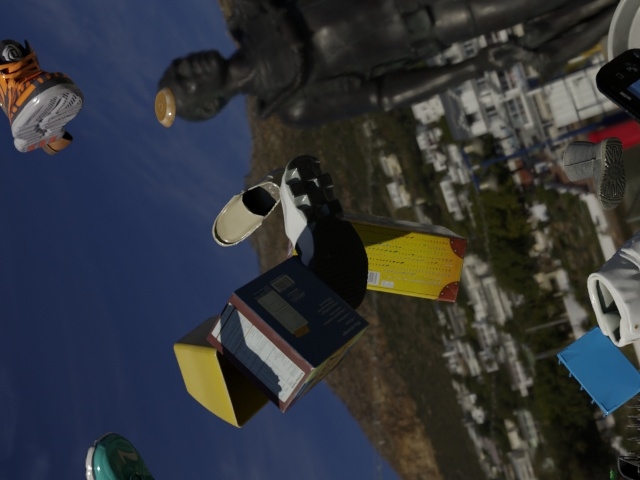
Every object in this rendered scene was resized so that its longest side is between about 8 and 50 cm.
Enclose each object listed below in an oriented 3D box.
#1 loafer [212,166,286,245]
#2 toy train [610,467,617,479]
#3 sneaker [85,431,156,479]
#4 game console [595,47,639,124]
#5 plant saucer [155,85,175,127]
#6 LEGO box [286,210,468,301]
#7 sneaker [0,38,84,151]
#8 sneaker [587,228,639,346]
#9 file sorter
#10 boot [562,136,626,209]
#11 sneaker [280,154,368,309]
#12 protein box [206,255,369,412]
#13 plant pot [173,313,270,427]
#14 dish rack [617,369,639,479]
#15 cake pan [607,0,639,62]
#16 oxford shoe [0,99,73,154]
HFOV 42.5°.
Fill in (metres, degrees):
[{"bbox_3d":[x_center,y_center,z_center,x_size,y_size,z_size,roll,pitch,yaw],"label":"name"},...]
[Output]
[{"bbox_3d":[-0.174,-0.080,2.011,0.102,0.268,0.092,48,-160,1],"label":"loafer"},{"bbox_3d":[0.747,0.617,2.103,0.023,0.017,0.083,57,-145,-33],"label":"toy train"},{"bbox_3d":[-0.275,0.420,1.325,0.107,0.110,0.275,-49,-63,-47],"label":"sneaker"},{"bbox_3d":[0.488,-0.110,1.009,0.361,0.213,0.044,46,146,24],"label":"game console"},{"bbox_3d":[-0.317,-0.271,1.667,0.015,0.083,0.083,-5,-106,-34],"label":"plant saucer"},{"bbox_3d":[0.157,0.028,2.525,0.372,0.500,0.193,-115,34,-82],"label":"LEGO box"},{"bbox_3d":[-0.512,-0.270,1.417,0.124,0.321,0.180,-26,-85,-28],"label":"sneaker"},{"bbox_3d":[0.543,0.145,1.336,0.292,0.169,0.108,57,161,-2],"label":"sneaker"},{"bbox_3d":[0.649,0.309,1.912,0.170,0.118,0.104,53,177,24],"label":"file sorter"},{"bbox_3d":[0.670,-0.164,2.043,0.208,0.076,0.189,175,102,-73],"label":"boot"},{"bbox_3d":[0.000,0.000,1.694,0.146,0.122,0.330,136,119,-65],"label":"sneaker"},{"bbox_3d":[-0.058,0.168,1.533,0.201,0.136,0.200,42,-144,13],"label":"protein box"},{"bbox_3d":[-0.222,0.286,1.964,0.212,0.187,0.212,-37,-59,-45],"label":"plant pot"},{"bbox_3d":[0.765,0.417,1.854,0.208,0.074,0.271,179,92,-72],"label":"dish rack"},{"bbox_3d":[0.651,-0.348,1.432,0.054,0.293,0.293,-15,-93,-46],"label":"cake pan"},{"bbox_3d":[-0.660,-0.288,1.914,0.212,0.076,0.076,47,-155,-50],"label":"oxford shoe"}]
